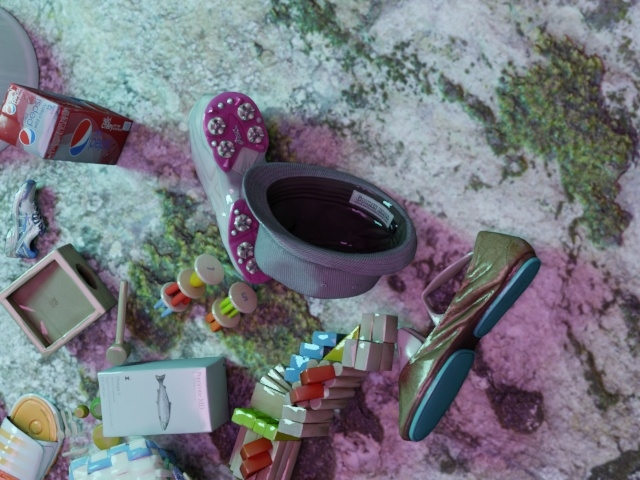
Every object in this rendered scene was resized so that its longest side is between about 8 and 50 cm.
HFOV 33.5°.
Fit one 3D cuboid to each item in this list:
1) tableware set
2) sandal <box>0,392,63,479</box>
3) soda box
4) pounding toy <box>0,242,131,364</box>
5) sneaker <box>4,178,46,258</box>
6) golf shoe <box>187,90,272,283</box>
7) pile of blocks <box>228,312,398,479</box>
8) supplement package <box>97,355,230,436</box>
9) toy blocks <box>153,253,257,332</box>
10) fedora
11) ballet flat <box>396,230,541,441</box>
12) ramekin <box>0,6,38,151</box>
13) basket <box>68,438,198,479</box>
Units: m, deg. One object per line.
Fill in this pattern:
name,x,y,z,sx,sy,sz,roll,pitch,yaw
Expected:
tableware set,-0.371,0.339,1.745,0.104,0.024,0.154,-16,87,4
sandal,-0.502,0.383,1.738,0.102,0.076,0.265,20,90,8
soda box,-0.382,-0.170,1.600,0.092,0.263,0.083,25,96,10
pounding toy,-0.373,0.109,1.704,0.181,0.094,0.206,-38,94,6
sneaker,-0.473,-0.033,1.741,0.058,0.052,0.135,13,103,1
golf shoe,-0.128,-0.084,1.640,0.115,0.140,0.306,-19,110,-26
pile of blocks,-0.037,0.226,1.596,0.362,0.113,0.149,-50,62,14
supplement package,-0.243,0.244,1.670,0.179,0.105,0.105,-5,91,12
toy blocks,-0.186,0.099,1.670,0.123,0.054,0.148,41,131,-13
fedora,0.000,0.000,1.557,0.243,0.276,0.124,62,139,43
ballet flat,0.188,0.130,1.579,0.124,0.116,0.342,36,99,29
ramekin,-0.610,-0.265,1.712,0.277,0.135,0.277,0,92,12
basket,-0.261,0.453,1.597,0.201,0.255,0.288,-15,73,0
